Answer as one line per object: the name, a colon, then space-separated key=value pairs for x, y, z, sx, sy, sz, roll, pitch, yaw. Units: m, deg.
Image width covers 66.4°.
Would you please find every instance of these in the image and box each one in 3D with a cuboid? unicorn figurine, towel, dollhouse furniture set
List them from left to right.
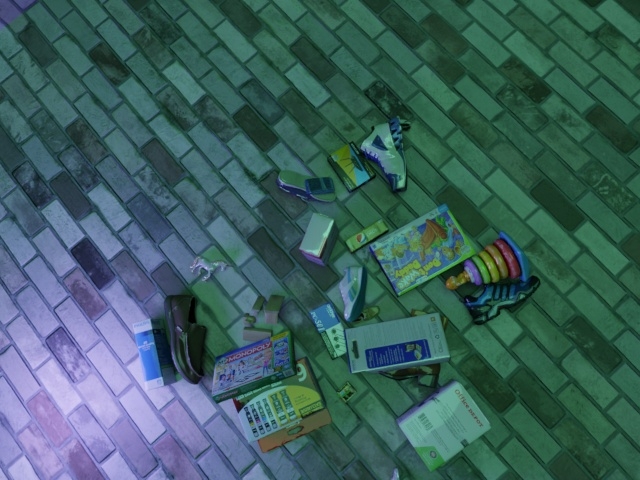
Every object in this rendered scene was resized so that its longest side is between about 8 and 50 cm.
unicorn figurine: x=-0.455 y=0.111 z=1.996 sx=0.161 sy=0.060 sz=0.111 roll=29 pitch=83 yaw=9
dollhouse furniture set: x=-0.227 y=0.310 z=1.959 sx=0.144 sy=0.123 sz=0.151 roll=5 pitch=114 yaw=5
towel: x=-0.003 y=-0.223 z=1.982 sx=0.119 sy=0.029 sz=0.067 roll=-9 pitch=80 yaw=-23

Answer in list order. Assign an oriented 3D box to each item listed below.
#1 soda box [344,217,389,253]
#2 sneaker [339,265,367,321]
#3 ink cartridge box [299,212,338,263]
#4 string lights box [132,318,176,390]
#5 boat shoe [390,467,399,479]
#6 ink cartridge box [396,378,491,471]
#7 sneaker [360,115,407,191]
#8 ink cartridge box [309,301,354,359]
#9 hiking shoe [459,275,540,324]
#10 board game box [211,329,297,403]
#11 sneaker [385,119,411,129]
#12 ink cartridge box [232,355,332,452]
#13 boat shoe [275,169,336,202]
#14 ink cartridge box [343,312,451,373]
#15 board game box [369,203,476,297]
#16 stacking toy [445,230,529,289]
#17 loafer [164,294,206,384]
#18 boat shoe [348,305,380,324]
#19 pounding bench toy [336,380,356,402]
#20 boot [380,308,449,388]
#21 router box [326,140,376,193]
soda box: x=0.186 y=-0.017 z=1.976 sx=0.181 sy=0.061 sz=0.058 roll=-31 pitch=79 yaw=-3
sneaker: x=0.122 y=0.209 z=1.918 sx=0.092 sy=0.087 sz=0.229 roll=-1 pitch=61 yaw=27
ink cartridge box: x=0.000 y=0.000 z=1.907 sx=0.092 sy=0.218 sz=0.159 roll=20 pitch=81 yaw=13
string lights box: x=-0.645 y=0.441 z=1.908 sx=0.076 sy=0.133 sz=0.260 roll=-17 pitch=78 yaw=1
boat shoe: x=0.273 y=0.895 z=1.807 sx=0.035 sy=0.035 sz=0.100 roll=-1 pitch=85 yaw=1
ink cartridge box: x=0.449 y=0.672 z=1.796 sx=0.272 sy=0.115 sz=0.198 roll=-35 pitch=79 yaw=-3
sneaker: x=0.258 y=-0.344 z=2.016 sx=0.182 sy=0.127 sz=0.316 roll=-8 pitch=80 yaw=13
ink cartridge box: x=0.043 y=0.355 z=1.922 sx=0.097 sy=0.046 sz=0.207 roll=-26 pitch=78 yaw=-3
hiking shoe: x=0.697 y=0.200 z=1.873 sx=0.304 sy=0.113 sz=0.132 roll=-29 pitch=75 yaw=-5
board game box: x=-0.248 y=0.470 z=1.835 sx=0.317 sy=0.214 sz=0.046 roll=-21 pitch=119 yaw=4
sneaker: x=0.332 y=-0.494 z=2.077 sx=0.109 sy=0.040 sz=0.044 roll=9 pitch=44 yaw=14
ink cartridge box: x=-0.142 y=0.625 z=1.839 sx=0.309 sy=0.130 sz=0.272 roll=-25 pitch=79 yaw=-1
boat shoe: x=-0.062 y=-0.213 z=2.018 sx=0.254 sy=0.079 sz=0.095 roll=14 pitch=68 yaw=-15
ink cartridge box: x=0.281 y=0.389 z=1.824 sx=0.370 sy=0.069 sz=0.176 roll=-10 pitch=58 yaw=4
board game box: x=0.401 y=0.040 z=1.942 sx=0.347 sy=0.078 sz=0.233 roll=-29 pitch=78 yaw=-2
stacking toy: x=0.614 y=0.111 z=1.857 sx=0.301 sy=0.175 sz=0.166 roll=-26 pitch=36 yaw=4
loafer: x=-0.511 y=0.375 z=1.911 sx=0.130 sy=0.134 sz=0.366 roll=-18 pitch=78 yaw=1
boat shoe: x=0.173 y=0.295 z=1.924 sx=0.135 sy=0.045 sz=0.050 roll=-26 pitch=78 yaw=-1
pounding bench toy: x=0.097 y=0.578 z=1.855 sx=0.065 sy=0.083 sz=0.052 roll=-43 pitch=79 yaw=-5
boot: x=0.340 y=0.398 z=1.873 sx=0.263 sy=0.096 sz=0.281 roll=7 pitch=73 yaw=18
router box: x=0.129 y=-0.306 z=2.045 sx=0.133 sy=0.046 sz=0.179 roll=-33 pitch=79 yaw=-3
